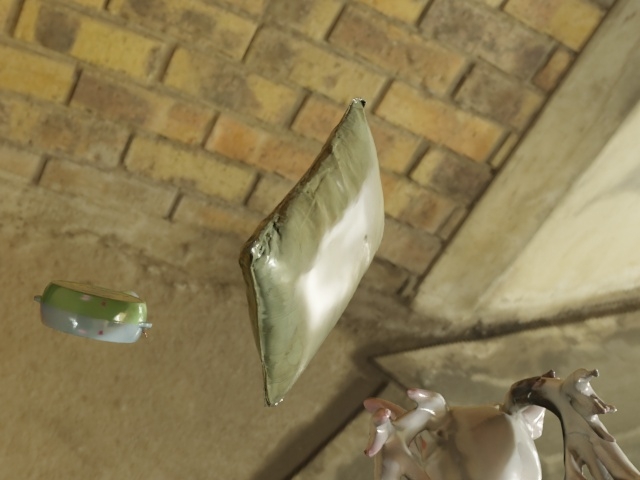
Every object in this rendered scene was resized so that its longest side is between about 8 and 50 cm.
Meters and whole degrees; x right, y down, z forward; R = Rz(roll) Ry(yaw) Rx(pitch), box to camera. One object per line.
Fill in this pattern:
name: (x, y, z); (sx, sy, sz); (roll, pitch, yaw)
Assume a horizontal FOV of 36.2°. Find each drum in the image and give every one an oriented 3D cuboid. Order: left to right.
drum: (-0.269, 0.075, 1.153); (0.130, 0.049, 0.253); (13, 0, -15)

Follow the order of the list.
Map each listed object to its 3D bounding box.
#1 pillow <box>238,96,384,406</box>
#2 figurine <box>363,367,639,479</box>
pillow: (0.000, 0.000, 0.959); (0.075, 0.185, 0.302); (7, 35, 20)
figurine: (0.141, 0.208, 0.644); (0.284, 0.206, 0.315); (-112, 179, -74)
